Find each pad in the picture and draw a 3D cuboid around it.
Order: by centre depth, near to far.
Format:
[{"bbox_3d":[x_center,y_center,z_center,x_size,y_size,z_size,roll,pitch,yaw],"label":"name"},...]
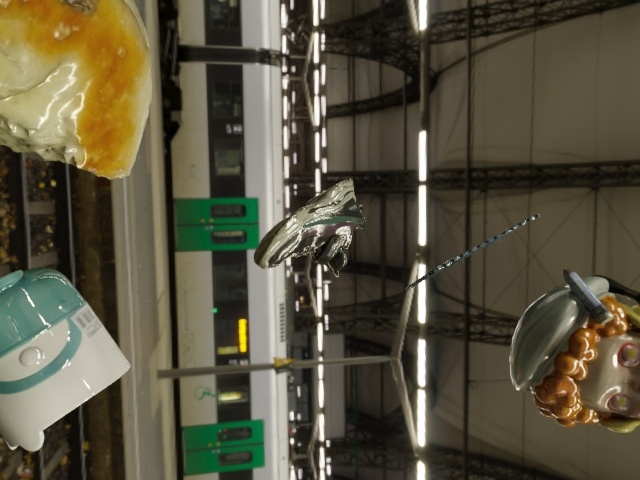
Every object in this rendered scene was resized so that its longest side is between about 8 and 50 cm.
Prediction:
[{"bbox_3d":[0.329,0.033,1.144,0.012,0.270,0.269,61,-11,11],"label":"pad"}]

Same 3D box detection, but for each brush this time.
[{"bbox_3d":[0.514,0.093,0.800,0.193,0.016,0.062,30,-60,50],"label":"brush"}]

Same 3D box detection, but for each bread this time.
[{"bbox_3d":[-0.239,-0.150,0.326,0.191,0.171,0.314,-69,165,14],"label":"bread"}]

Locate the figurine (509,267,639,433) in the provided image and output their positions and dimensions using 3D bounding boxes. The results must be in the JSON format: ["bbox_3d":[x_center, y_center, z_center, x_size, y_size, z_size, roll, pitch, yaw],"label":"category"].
[{"bbox_3d":[0.484,0.198,0.774,0.205,0.382,0.224,-54,165,-70],"label":"figurine"}]

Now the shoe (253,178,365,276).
[{"bbox_3d":[0.000,0.000,0.635,0.099,0.169,0.071,55,-28,-8],"label":"shoe"}]

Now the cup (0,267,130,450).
[{"bbox_3d":[-0.500,0.189,0.897,0.257,0.219,0.290,60,-24,-9],"label":"cup"}]
